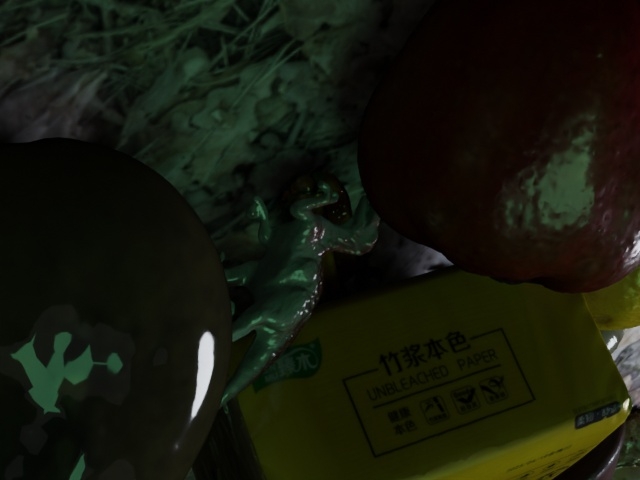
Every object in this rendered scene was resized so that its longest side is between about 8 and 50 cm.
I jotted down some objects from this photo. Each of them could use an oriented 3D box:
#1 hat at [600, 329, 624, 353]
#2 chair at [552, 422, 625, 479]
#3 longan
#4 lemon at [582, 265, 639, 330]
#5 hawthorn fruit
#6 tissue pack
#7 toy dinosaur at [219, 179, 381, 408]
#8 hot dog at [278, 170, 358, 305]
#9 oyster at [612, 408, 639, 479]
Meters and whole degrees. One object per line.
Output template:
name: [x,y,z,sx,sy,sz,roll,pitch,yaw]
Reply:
hat: [0.283,0.134,1.479,0.175,0.085,0.147,-14,143,-51]
chair: [0.266,0.332,1.579,0.226,0.226,0.401,-23,139,-13]
longan: [-0.216,0.080,0.951,0.319,0.319,0.319,-19,137,-18]
lemon: [0.319,-0.008,1.310,0.188,0.188,0.257,4,121,-36]
hawthorn fruit: [0.181,-0.098,1.072,0.295,0.295,0.311,-20,136,-17]
tissue pack: [0.070,0.181,1.259,0.381,0.228,0.293,-17,160,-20]
toy dinosaur: [-0.037,0.060,1.088,0.167,0.053,0.242,17,81,-30]
hot dog: [0.000,0.000,1.203,0.072,0.055,0.188,-54,154,-29]
oyster: [0.438,0.321,1.796,0.161,0.107,0.232,8,143,-45]
